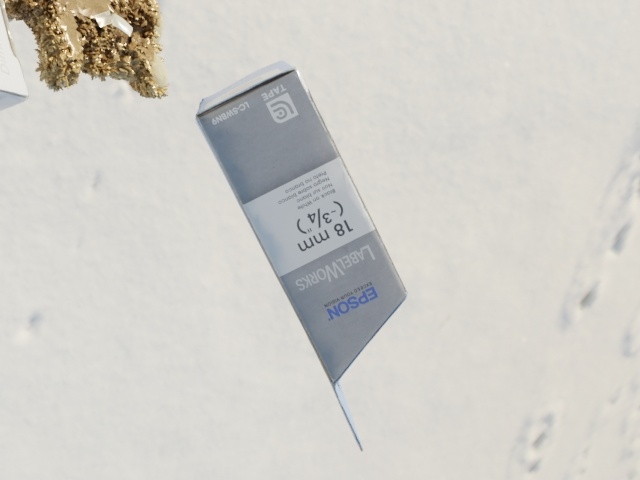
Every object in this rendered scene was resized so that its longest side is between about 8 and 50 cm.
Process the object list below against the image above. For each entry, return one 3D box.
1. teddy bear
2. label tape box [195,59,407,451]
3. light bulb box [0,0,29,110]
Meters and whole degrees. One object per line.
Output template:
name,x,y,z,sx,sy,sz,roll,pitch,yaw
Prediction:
teddy bear,-0.342,-0.300,1.623,0.113,0.245,0.338,-26,162,36
label tape box,0.000,0.000,1.145,0.105,0.334,0.240,-26,-169,1
light bulb box,-0.421,-0.207,0.723,0.360,0.358,0.225,-17,175,16
